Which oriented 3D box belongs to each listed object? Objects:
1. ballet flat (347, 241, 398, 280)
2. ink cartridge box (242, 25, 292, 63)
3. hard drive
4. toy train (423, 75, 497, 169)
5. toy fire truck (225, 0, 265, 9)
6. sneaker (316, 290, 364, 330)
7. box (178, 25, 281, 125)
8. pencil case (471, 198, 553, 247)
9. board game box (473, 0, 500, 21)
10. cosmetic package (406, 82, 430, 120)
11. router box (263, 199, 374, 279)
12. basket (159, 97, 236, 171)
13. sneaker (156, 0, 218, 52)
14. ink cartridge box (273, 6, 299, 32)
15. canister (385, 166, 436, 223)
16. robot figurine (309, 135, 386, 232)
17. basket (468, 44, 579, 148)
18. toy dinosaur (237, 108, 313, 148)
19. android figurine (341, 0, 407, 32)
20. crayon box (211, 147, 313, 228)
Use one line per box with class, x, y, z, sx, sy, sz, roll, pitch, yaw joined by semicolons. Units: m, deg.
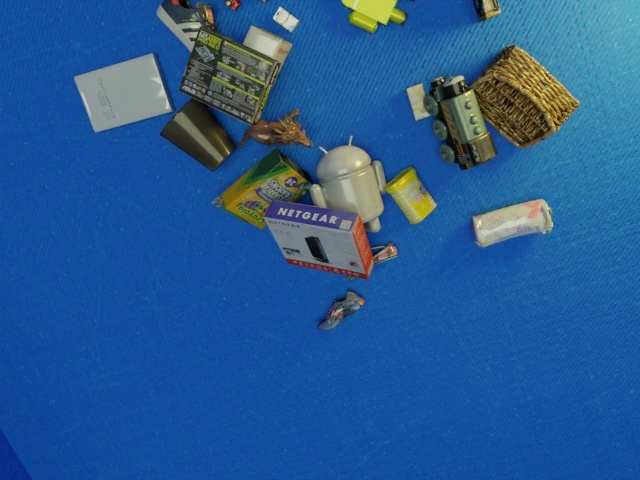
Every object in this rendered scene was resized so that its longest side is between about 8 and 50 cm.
ballet flat;0.188;0.074;2.047;0.222;0.077;0.079;-29;84;10
ink cartridge box;-0.219;-0.571;1.808;0.114;0.197;0.272;30;109;-1
hard drive;-0.719;-0.540;1.964;0.319;0.040;0.210;-12;107;11
toy train;0.466;-0.389;1.775;0.142;0.190;0.333;-27;106;-15
toy fire truck;-0.277;-0.853;1.790;0.135;0.047;0.192;-37;110;22
sneaker;0.070;0.279;2.129;0.221;0.083;0.087;-39;86;12
box;-0.290;-0.521;1.700;0.270;0.060;0.216;25;109;3
pencil case;0.682;-0.060;1.912;0.274;0.113;0.124;-14;84;12
board game box;0.508;-0.765;1.669;0.048;0.170;0.140;-20;104;14
cosmetic package;0.341;-0.481;1.852;0.060;0.041;0.115;-19;105;13
router box;0.000;0.000;1.900;0.336;0.082;0.301;10;149;24
basket;-0.427;-0.373;1.930;0.227;0.154;0.204;43;110;-12
sneaker;-0.391;-0.709;1.812;0.350;0.131;0.148;45;110;-5
ink cartridge box;-0.120;-0.756;1.824;0.083;0.028;0.048;35;109;-5
canister;0.328;-0.160;1.926;0.126;0.073;0.169;-41;104;-20
robot figurine;0.105;-0.184;1.897;0.300;0.200;0.353;-26;107;-24
basket;0.644;-0.452;1.734;0.299;0.213;0.223;40;108;-7
toy dinosaur;-0.171;-0.378;1.866;0.296;0.200;0.127;-6;107;9
android figurine;0.176;-0.823;1.753;0.273;0.056;0.248;26;110;-4
crayon box;-0.209;-0.167;1.947;0.323;0.083;0.203;-37;142;17
